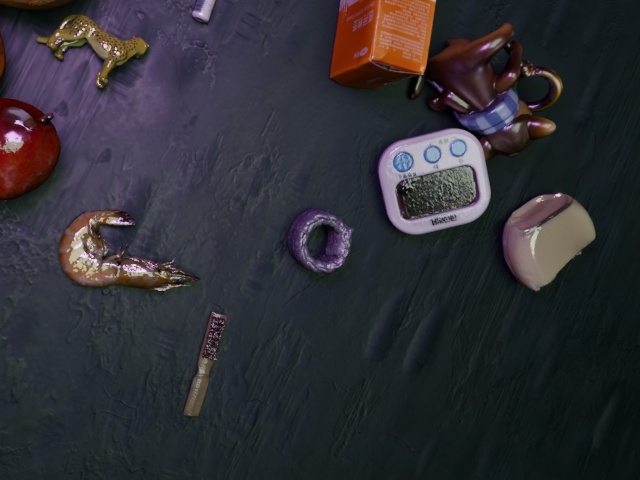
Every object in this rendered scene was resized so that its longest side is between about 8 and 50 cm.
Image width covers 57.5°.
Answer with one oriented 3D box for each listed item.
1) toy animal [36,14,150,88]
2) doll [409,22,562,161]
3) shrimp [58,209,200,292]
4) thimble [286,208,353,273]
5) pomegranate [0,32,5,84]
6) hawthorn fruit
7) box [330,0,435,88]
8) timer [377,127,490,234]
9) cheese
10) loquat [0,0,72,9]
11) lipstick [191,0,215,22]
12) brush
[{"bbox_3d":[-0.460,-0.402,1.182,0.181,0.073,0.136,33,76,-8],"label":"toy animal"},{"bbox_3d":[0.421,-0.371,1.460,0.318,0.209,0.340,-35,108,20],"label":"doll"},{"bbox_3d":[-0.401,0.023,1.253,0.296,0.058,0.169,7,91,-18],"label":"shrimp"},{"bbox_3d":[-0.001,0.002,1.375,0.150,0.098,0.150,-2,97,-19],"label":"thimble"},{"bbox_3d":[-0.673,-0.344,1.023,0.215,0.215,0.215,-2,97,-20],"label":"pomegranate"},{"bbox_3d":[-0.573,-0.181,1.082,0.202,0.185,0.185,-32,108,15],"label":"hawthorn fruit"},{"bbox_3d":[0.144,-0.527,1.305,0.143,0.225,0.341,8,92,-22],"label":"box"},{"bbox_3d":[0.277,-0.145,1.440,0.262,0.087,0.237,-13,104,3],"label":"timer"},{"bbox_3d":[0.626,0.005,1.599,0.266,0.127,0.233,-35,109,-11],"label":"cheese"},{"bbox_3d":[-0.530,-0.542,1.037,0.263,0.263,0.263,-2,97,-20],"label":"loquat"},{"bbox_3d":[-0.239,-0.542,1.258,0.040,0.040,0.141,19,90,-21],"label":"lipstick"},{"bbox_3d":[-0.264,0.288,1.340,0.043,0.036,0.248,17,90,-17],"label":"brush"}]
